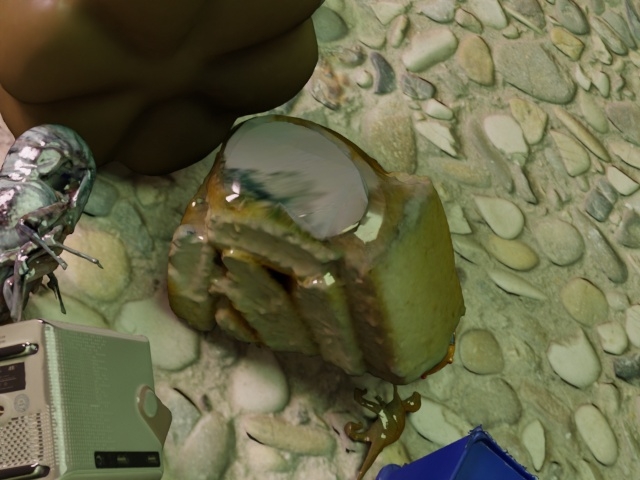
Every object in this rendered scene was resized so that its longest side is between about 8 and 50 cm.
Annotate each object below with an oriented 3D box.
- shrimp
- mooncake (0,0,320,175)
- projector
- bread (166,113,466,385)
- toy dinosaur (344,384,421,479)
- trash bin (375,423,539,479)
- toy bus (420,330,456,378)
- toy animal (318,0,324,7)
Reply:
[{"bbox_3d":[-0.352,0.029,1.321,0.137,0.172,0.372,26,69,-38],"label":"shrimp"},{"bbox_3d":[-0.231,-0.294,1.469,0.467,0.467,0.262,-5,60,-37],"label":"mooncake"},{"bbox_3d":[-0.282,0.190,1.236,0.242,0.163,0.177,24,56,-63],"label":"projector"},{"bbox_3d":[0.008,-0.001,1.472,0.395,0.264,0.239,17,50,9],"label":"bread"},{"bbox_3d":[0.095,0.273,1.581,0.126,0.039,0.162,15,53,-28],"label":"toy dinosaur"},{"bbox_3d":[0.160,0.344,1.434,0.162,0.234,0.184,40,46,-3],"label":"trash bin"},{"bbox_3d":[0.127,0.102,1.668,0.136,0.126,0.210,20,49,-34],"label":"toy bus"},{"bbox_3d":[-0.048,-0.408,1.920,0.138,0.108,0.236,22,50,-22],"label":"toy animal"}]
